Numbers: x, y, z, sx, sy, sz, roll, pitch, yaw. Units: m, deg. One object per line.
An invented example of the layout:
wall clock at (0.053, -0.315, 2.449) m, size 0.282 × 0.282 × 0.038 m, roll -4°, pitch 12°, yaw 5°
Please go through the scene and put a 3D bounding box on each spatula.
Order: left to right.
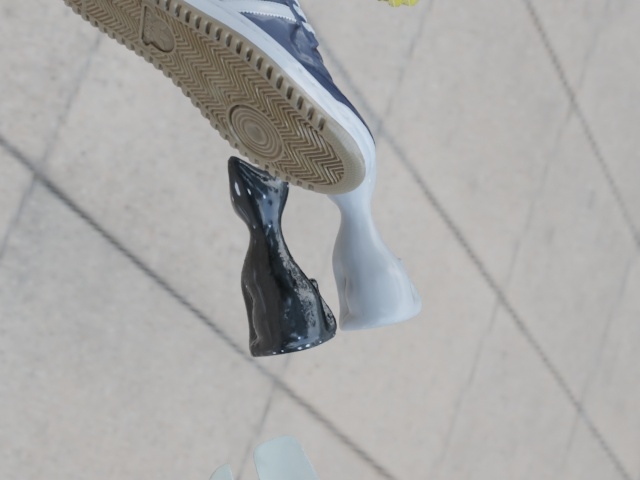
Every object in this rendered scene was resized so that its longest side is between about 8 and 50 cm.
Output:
spatula at (-0.055, 0.317, 1.541) m, size 0.168 × 0.242 × 0.019 m, roll -20°, pitch 156°, yaw -10°

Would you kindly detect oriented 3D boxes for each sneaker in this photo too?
sneaker at (-0.044, -0.161, 1.096) m, size 0.153 × 0.282 × 0.099 m, roll -43°, pitch 165°, yaw -33°

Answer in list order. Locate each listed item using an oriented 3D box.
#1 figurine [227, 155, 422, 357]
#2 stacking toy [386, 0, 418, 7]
figurine at (0.000, 0.000, 1.736) m, size 0.215 × 0.092 × 0.210 m, roll -13°, pitch 92°, yaw -41°
stacking toy at (0.066, -0.237, 0.747) m, size 0.167 × 0.052 × 0.221 m, roll 71°, pitch 39°, yaw -72°
